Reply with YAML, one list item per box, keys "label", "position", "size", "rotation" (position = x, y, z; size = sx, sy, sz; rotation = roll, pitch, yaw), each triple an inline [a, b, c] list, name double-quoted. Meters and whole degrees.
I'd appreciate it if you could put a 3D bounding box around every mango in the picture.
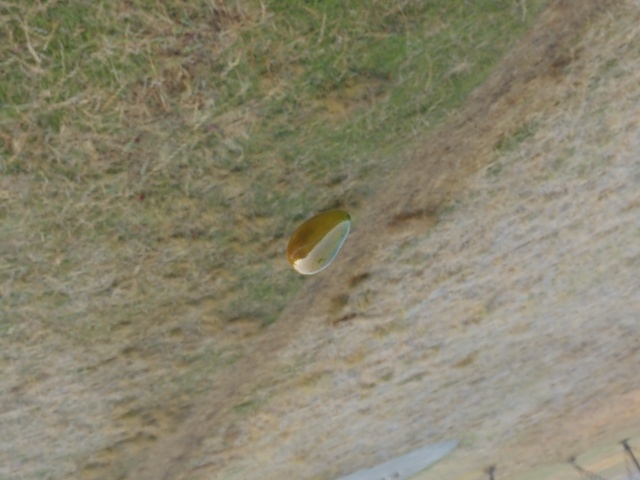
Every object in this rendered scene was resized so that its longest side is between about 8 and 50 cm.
- label: "mango"
  position: [-0.004, -0.001, 1.592]
  size: [0.163, 0.111, 0.089]
  rotation: [-55, 139, -1]
